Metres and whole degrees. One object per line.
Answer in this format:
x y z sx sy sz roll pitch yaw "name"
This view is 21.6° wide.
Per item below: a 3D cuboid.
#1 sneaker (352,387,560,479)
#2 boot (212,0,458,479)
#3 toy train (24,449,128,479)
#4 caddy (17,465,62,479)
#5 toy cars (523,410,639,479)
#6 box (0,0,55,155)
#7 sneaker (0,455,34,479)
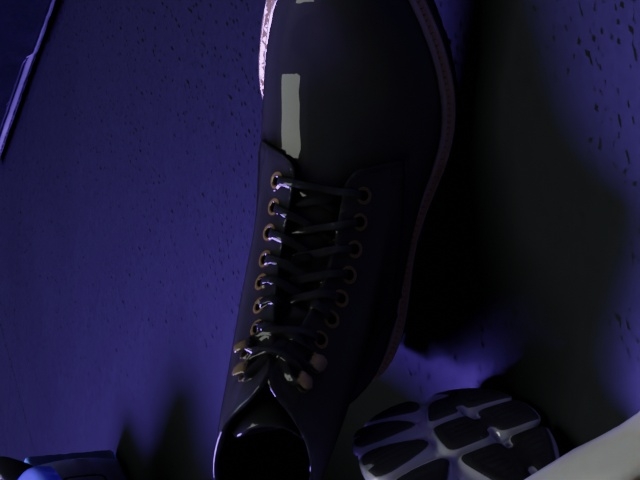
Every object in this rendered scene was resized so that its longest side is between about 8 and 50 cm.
0.062 0.113 0.589 0.170 0.068 0.071 -127 26 -53 "sneaker"
0.000 0.000 0.604 0.137 0.076 0.198 -63 -27 -55 "boot"
-0.144 0.221 1.047 0.184 0.080 0.105 60 141 41 "toy train"
-0.101 0.275 0.798 0.241 0.179 0.341 -141 53 -68 "caddy"
0.154 -0.002 0.217 0.393 0.176 0.087 -32 70 63 "toy cars"
-0.358 -0.345 1.114 0.480 0.297 0.472 126 134 -56 "box"
-0.201 0.186 0.930 0.229 0.086 0.132 -70 2 -84 "sneaker"
